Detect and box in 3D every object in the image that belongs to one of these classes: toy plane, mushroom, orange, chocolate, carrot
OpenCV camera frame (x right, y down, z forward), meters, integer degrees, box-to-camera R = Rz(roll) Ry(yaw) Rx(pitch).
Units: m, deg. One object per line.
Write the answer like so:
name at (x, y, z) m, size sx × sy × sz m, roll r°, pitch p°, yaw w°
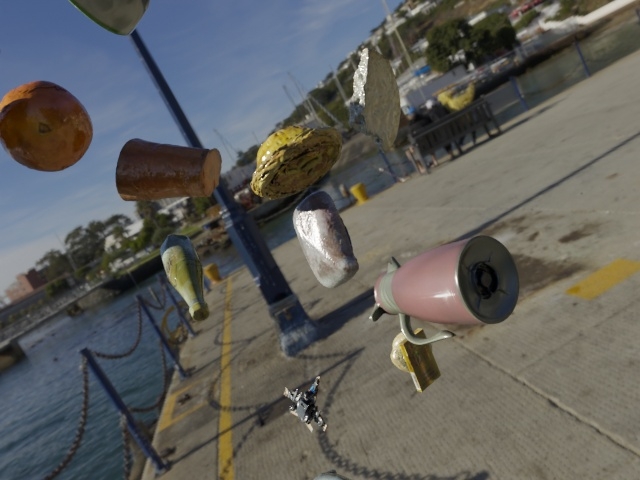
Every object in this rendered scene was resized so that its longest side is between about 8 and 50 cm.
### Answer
toy plane at (-0.030, 0.369, 1.249) m, size 0.062 × 0.135 × 0.188 m, roll -39°, pitch -25°, yaw -33°
mushroom at (0.308, 0.377, 1.860) m, size 0.148 × 0.148 × 0.112 m, roll -26°, pitch 12°, yaw 16°
orange at (-0.744, -0.304, 1.478) m, size 0.240 × 0.239 × 0.240 m, roll -27°, pitch 8°, yaw 4°
chocolate at (0.000, 0.000, 1.700) m, size 0.101 × 0.303 × 0.185 m, roll -11°, pitch -19°, yaw -39°
carrot at (-0.426, -0.188, 1.565) m, size 0.255 × 0.195 × 0.196 m, roll 8°, pitch 15°, yaw 7°

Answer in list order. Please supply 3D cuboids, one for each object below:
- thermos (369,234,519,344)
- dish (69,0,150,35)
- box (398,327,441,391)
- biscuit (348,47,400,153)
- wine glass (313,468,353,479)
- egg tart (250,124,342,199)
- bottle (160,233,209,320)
thermos at (0.208, 0.098, 0.993) m, size 0.146 × 0.176 × 0.265 m, roll -1°, pitch -11°, yaw -32°
dish at (-0.368, -0.504, 0.870) m, size 0.124 × 0.324 × 0.324 m, roll -30°, pitch 8°, yaw 12°
box at (0.279, 0.333, 1.527) m, size 0.089 × 0.156 × 0.022 m, roll -28°, pitch 13°, yaw -32°
biscuit at (0.133, -0.325, 1.306) m, size 0.040 × 0.265 × 0.188 m, roll 15°, pitch 48°, yaw 39°
wine glass at (0.052, 0.598, 1.240) m, size 0.111 × 0.111 × 0.204 m, roll -31°, pitch 9°, yaw -22°
egg tart at (-0.034, -0.099, 0.667) m, size 0.129 × 0.049 × 0.128 m, roll -29°, pitch -19°, yaw -11°
bottle at (-0.300, 0.084, 1.232) m, size 0.083 × 0.083 × 0.269 m, roll -29°, pitch 43°, yaw -5°
